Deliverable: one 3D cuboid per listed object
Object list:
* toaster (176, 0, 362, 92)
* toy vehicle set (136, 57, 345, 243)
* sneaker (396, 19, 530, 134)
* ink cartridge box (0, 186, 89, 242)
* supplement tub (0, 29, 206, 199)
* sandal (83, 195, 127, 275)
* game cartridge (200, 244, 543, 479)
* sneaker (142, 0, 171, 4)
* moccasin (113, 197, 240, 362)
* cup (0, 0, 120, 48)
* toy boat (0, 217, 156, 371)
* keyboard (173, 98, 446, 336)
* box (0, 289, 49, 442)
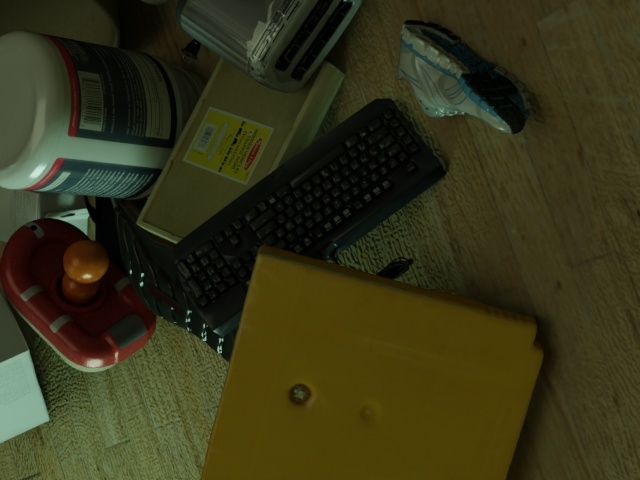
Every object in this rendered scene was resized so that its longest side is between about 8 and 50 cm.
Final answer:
[{"bbox_3d":[-0.058,-0.271,1.503,0.146,0.129,0.227,40,98,27],"label":"toaster"},{"bbox_3d":[-0.099,-0.108,1.574,0.166,0.035,0.267,23,84,38],"label":"toy vehicle set"},{"bbox_3d":[0.148,-0.158,1.407,0.190,0.071,0.083,47,132,37],"label":"sneaker"},{"bbox_3d":[-0.407,-0.039,1.916,0.143,0.092,0.090,16,108,41],"label":"ink cartridge box"},{"bbox_3d":[-0.285,-0.150,1.644,0.191,0.272,0.191,-4,85,43],"label":"supplement tub"},{"bbox_3d":[-0.292,-0.047,1.834,0.097,0.054,0.254,5,101,42],"label":"sandal"},{"bbox_3d":[0.055,0.179,1.424,0.324,0.052,0.285,15,104,-1],"label":"game cartridge"},{"bbox_3d":[-0.200,-0.479,1.609,0.150,0.135,0.366,-2,97,53],"label":"sneaker"},{"bbox_3d":[-0.142,0.030,1.656,0.380,0.147,0.139,24,130,52],"label":"moccasin"},{"bbox_3d":[-0.421,-0.387,1.751,0.331,0.331,0.237,-16,63,43],"label":"cup"},{"bbox_3d":[-0.322,0.053,1.760,0.231,0.151,0.151,42,139,15],"label":"toy boat"},{"bbox_3d":[0.000,0.000,1.467,0.317,0.033,0.201,-37,75,3],"label":"keyboard"},{"bbox_3d":[-0.523,0.160,1.901,0.215,0.168,0.345,59,163,18],"label":"box"}]
